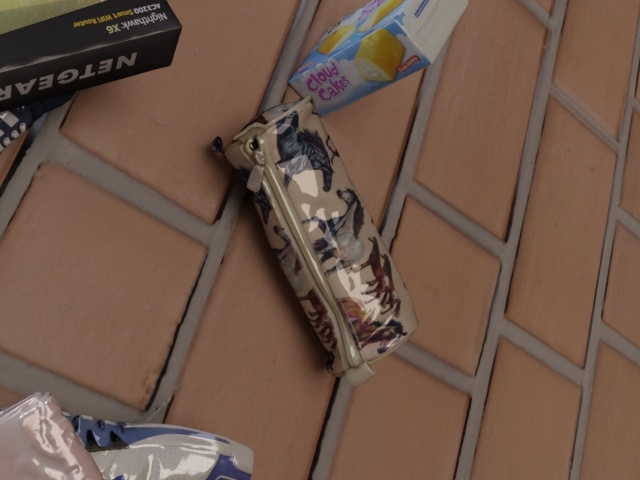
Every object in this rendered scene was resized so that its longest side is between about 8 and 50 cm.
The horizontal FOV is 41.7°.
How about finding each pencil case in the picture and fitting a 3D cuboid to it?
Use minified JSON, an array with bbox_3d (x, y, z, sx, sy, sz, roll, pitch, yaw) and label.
[{"bbox_3d":[0.000,0.000,1.233,0.183,0.159,0.410,-36,103,-54],"label":"pencil case"}]

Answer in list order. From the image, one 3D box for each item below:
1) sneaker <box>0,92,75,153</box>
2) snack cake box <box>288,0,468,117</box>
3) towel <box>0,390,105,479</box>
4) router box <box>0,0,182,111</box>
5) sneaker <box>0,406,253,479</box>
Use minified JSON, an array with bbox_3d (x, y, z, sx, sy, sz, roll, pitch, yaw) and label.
[{"bbox_3d":[-0.402,-0.107,0.988,0.282,0.099,0.153,-22,90,-33],"label":"sneaker"},{"bbox_3d":[0.086,-0.306,1.307,0.089,0.264,0.152,44,57,-21],"label":"snack cake box"},{"bbox_3d":[-0.338,0.373,0.868,0.316,0.053,0.332,-30,98,-8],"label":"towel"},{"bbox_3d":[-0.355,-0.283,0.974,0.308,0.081,0.243,-24,75,-31],"label":"router box"},{"bbox_3d":[-0.250,0.306,1.005,0.315,0.127,0.182,14,74,-27],"label":"sneaker"}]
